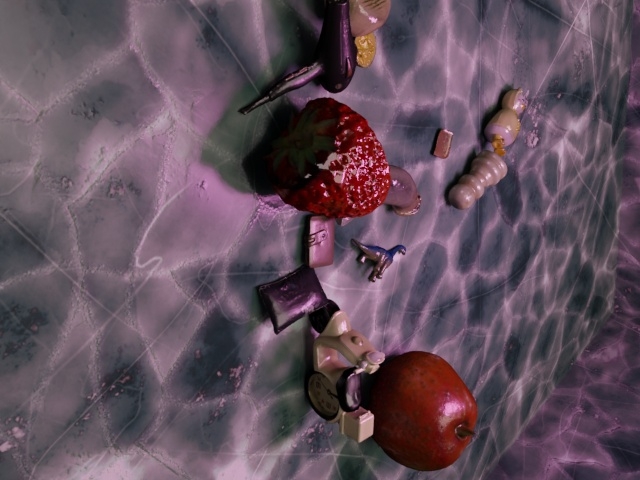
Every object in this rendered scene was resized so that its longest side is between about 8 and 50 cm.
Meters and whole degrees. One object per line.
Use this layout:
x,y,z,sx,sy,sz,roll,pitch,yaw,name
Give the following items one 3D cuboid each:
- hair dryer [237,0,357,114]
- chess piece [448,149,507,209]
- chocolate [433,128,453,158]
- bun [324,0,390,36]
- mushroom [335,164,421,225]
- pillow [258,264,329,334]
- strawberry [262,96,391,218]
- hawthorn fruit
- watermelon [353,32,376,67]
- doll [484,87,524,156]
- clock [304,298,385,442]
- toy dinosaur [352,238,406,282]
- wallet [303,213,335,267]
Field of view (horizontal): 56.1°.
-0.053,-0.418,1.462,0.359,0.120,0.304,-36,161,-14,hair dryer
0.567,-0.209,2.210,0.243,0.133,0.133,-45,132,-20,chess piece
0.418,-0.333,2.072,0.064,0.031,0.101,10,93,-30,chocolate
0.088,-0.616,1.551,0.178,0.127,0.193,55,44,-12,bun
0.191,-0.150,1.830,0.397,0.126,0.178,-7,119,-45,mushroom
-0.072,0.160,1.691,0.208,0.055,0.141,-25,95,-39,pillow
0.018,-0.195,1.533,0.292,0.291,0.310,-63,153,-9,strawberry
0.365,0.592,2.080,0.402,0.402,0.403,-18,116,-42,hawthorn fruit
0.107,-0.529,1.652,0.105,0.062,0.106,-21,117,-49,watermelon
0.713,-0.462,2.272,0.296,0.117,0.141,-59,139,-13,doll
0.067,0.381,1.779,0.120,0.276,0.379,-18,120,-41,clock
0.199,0.026,1.960,0.248,0.075,0.188,51,56,-37,toy dinosaur
0.000,0.000,1.736,0.118,0.038,0.153,-8,104,-45,wallet
